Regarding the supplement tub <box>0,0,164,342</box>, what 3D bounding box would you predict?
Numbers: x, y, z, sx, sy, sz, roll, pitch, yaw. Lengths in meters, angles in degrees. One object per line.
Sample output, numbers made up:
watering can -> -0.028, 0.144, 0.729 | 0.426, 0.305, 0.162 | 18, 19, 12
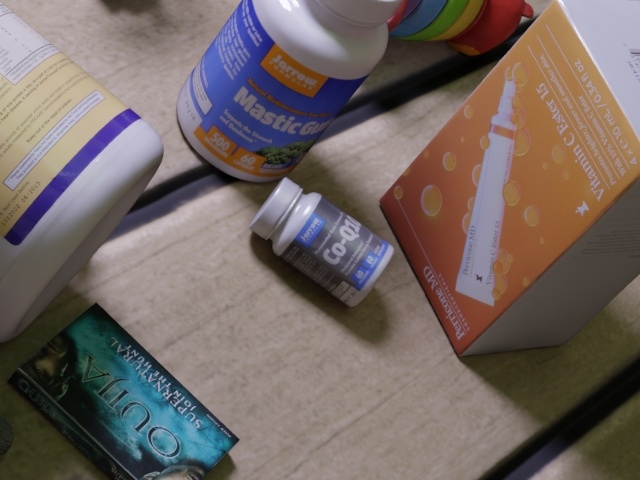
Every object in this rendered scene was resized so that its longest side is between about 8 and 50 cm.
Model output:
supplement tub -> -0.330, -0.097, 1.620 | 0.331, 0.241, 0.241 | 40, 40, -1

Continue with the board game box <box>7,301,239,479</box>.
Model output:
board game box -> -0.175, 0.153, 1.678 | 0.186, 0.026, 0.126 | 43, 39, 3

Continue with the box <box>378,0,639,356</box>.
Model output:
box -> 0.252, -0.063, 1.957 | 0.168, 0.345, 0.215 | -4, 56, -39

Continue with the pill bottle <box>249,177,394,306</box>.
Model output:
pill bottle -> 0.000, 0.000, 1.914 | 0.137, 0.078, 0.078 | 35, 40, -6

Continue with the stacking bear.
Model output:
stacking bear -> 0.133, -0.302, 2.233 | 0.175, 0.164, 0.289 | 15, 2, 44

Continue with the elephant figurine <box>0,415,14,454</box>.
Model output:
elephant figurine -> -0.366, 0.119, 1.478 | 0.186, 0.169, 0.239 | -38, 98, -21

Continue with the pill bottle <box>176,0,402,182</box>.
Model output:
pill bottle -> -0.025, -0.197, 1.922 | 0.152, 0.272, 0.152 | 21, 44, -21
